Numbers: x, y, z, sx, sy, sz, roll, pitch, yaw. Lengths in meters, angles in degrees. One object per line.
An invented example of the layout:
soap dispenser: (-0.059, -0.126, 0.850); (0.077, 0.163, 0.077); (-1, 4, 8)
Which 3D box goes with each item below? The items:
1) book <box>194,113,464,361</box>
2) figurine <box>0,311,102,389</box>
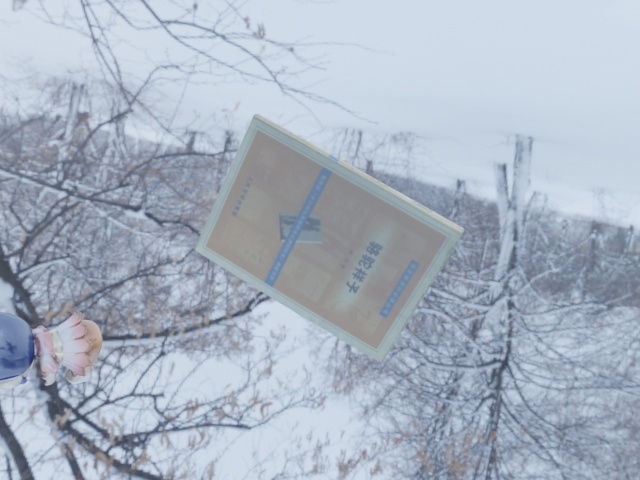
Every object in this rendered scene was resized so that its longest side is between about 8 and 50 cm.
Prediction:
book: (0.000, 0.000, 0.559); (0.241, 0.170, 0.018); (30, -161, 6)
figurine: (-0.367, 0.128, 0.650); (0.195, 0.102, 0.111); (0, -134, -47)
